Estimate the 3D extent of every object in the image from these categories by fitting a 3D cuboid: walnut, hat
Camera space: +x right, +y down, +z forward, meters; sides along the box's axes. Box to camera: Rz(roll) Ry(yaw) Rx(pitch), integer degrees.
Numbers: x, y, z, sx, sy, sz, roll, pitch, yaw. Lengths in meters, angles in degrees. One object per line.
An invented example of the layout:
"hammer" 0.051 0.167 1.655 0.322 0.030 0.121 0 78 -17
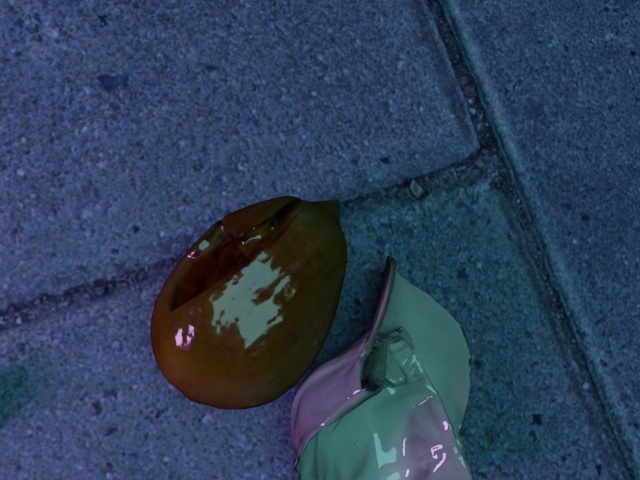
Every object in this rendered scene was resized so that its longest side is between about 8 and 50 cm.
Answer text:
"walnut" -0.070 0.063 0.828 0.203 0.203 0.298 42 71 -2
"hat" 0.069 0.167 0.872 0.258 0.168 0.301 46 42 -37
